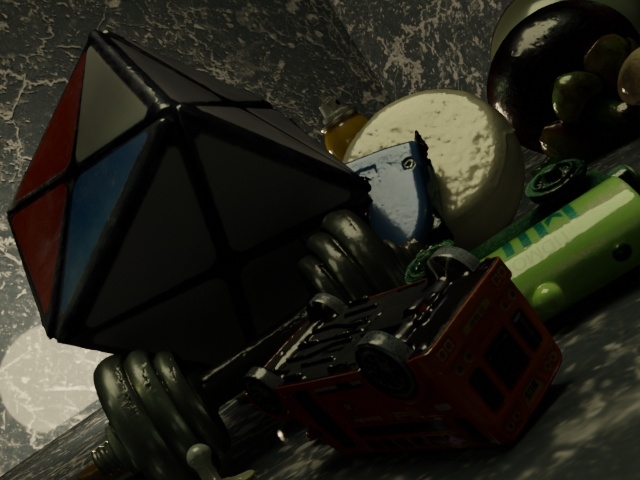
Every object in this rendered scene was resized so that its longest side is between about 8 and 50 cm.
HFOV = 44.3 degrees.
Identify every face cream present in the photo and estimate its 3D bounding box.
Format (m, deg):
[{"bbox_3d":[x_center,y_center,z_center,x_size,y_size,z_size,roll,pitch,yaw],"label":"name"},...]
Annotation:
[{"bbox_3d":[0.107,-0.120,1.516,0.105,0.348,0.105,-33,2,1],"label":"face cream"}]

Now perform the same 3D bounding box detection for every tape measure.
[{"bbox_3d":[0.000,0.000,1.073,0.351,0.215,0.098,-20,-33,21],"label":"tape measure"}]

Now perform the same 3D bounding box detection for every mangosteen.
[{"bbox_3d":[0.466,-0.285,1.434,0.300,0.300,0.300,-32,2,1],"label":"mangosteen"}]

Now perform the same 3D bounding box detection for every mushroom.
[{"bbox_3d":[0.545,-0.248,1.209,0.166,0.127,0.166,-9,3,1],"label":"mushroom"}]

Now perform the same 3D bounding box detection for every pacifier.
[{"bbox_3d":[-0.097,0.214,0.719,0.083,0.064,0.068,-29,-5,40],"label":"pacifier"}]

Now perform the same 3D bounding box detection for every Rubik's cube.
[{"bbox_3d":[-0.171,-0.038,0.979,0.305,0.310,0.307,-61,39,14],"label":"Rubik's cube"}]

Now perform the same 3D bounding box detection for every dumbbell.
[{"bbox_3d":[-0.058,0.118,0.827,0.406,0.179,0.179,-34,2,-8],"label":"dumbbell"}]

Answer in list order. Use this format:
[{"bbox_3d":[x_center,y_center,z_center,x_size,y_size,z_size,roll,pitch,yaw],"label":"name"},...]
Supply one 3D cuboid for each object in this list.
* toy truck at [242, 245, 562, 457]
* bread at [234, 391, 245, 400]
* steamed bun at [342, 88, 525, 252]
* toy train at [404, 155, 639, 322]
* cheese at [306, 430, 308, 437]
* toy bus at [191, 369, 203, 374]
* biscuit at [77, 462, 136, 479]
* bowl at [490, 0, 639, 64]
[{"bbox_3d":[0.047,0.097,0.590,0.107,0.114,0.253,-47,11,-33],"label":"toy truck"},{"bbox_3d":[0.010,0.125,1.258,0.248,0.279,0.315,-31,45,45],"label":"bread"},{"bbox_3d":[0.174,-0.079,1.190,0.283,0.283,0.177,-32,-37,13],"label":"steamed bun"},{"bbox_3d":[0.180,0.026,0.680,0.253,0.105,0.157,-34,15,10],"label":"toy train"},{"bbox_3d":[0.035,0.151,0.729,0.121,0.026,0.067,-31,3,21],"label":"cheese"},{"bbox_3d":[-0.275,0.159,1.367,0.138,0.317,0.112,-48,-3,27],"label":"toy bus"},{"bbox_3d":[-0.261,0.308,1.147,0.208,0.049,0.181,-31,3,46],"label":"biscuit"},{"bbox_3d":[0.537,-0.370,1.658,0.354,0.354,0.185,-31,22,25],"label":"bowl"}]
